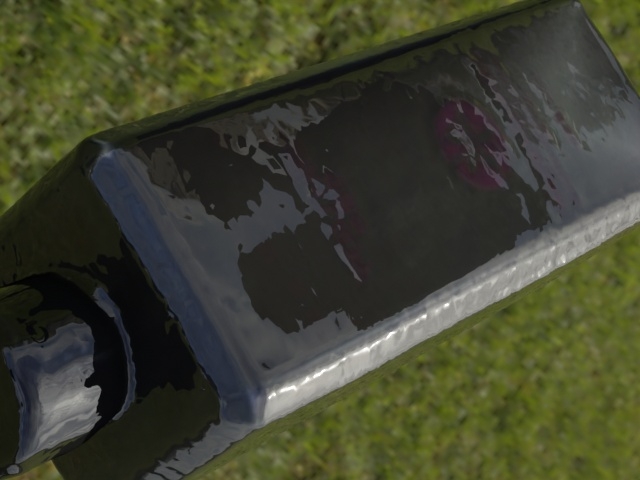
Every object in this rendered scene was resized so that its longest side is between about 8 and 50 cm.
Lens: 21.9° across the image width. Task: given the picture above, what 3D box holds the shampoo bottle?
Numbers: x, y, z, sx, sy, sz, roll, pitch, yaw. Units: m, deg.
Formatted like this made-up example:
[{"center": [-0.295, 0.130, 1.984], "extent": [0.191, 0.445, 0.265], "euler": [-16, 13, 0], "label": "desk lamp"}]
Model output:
[{"center": [0.000, 0.000, 0.448], "extent": [0.246, 0.080, 0.079], "euler": [-24, 170, -46], "label": "shampoo bottle"}]
